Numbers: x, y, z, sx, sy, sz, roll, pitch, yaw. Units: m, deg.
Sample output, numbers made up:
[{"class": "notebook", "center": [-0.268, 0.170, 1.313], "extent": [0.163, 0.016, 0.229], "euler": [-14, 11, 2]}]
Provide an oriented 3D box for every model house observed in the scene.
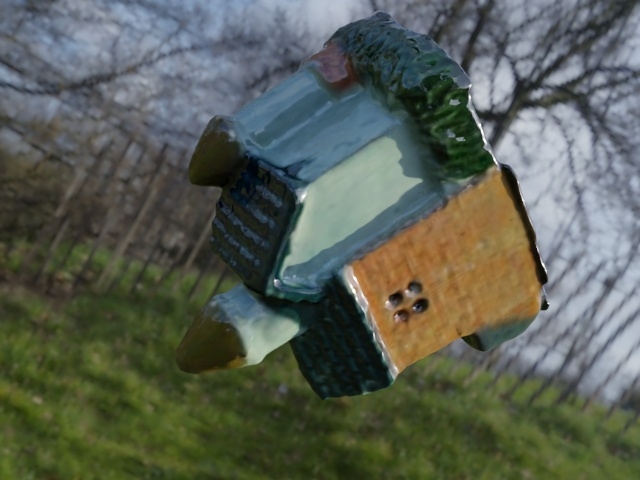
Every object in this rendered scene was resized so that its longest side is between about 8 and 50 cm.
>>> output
[{"class": "model house", "center": [0.000, 0.000, 0.993], "extent": [0.184, 0.291, 0.253], "euler": [33, -30, 54]}]
